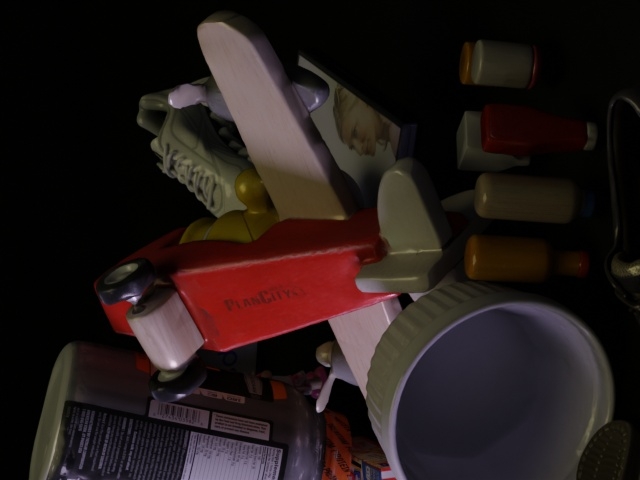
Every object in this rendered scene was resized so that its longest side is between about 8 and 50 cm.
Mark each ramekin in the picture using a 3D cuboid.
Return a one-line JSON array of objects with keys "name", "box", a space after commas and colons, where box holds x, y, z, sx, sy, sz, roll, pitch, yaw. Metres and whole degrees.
[{"name": "ramekin", "box": [0.136, 0.132, 1.298, 0.109, 0.207, 0.207, -142, 51, -66]}]

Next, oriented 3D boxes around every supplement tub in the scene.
[{"name": "supplement tub", "box": [-0.138, 0.228, 1.613, 0.193, 0.316, 0.193, -166, 90, -75]}]

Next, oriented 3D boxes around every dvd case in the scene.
[{"name": "dvd case", "box": [0.026, -0.090, 1.668, 0.253, 0.022, 0.180, 43, 132, 53]}]

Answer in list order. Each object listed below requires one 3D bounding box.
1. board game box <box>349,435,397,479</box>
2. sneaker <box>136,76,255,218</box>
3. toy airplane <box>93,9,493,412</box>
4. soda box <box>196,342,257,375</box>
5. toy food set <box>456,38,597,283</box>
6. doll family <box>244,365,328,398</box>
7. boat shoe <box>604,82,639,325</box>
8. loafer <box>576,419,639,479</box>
[{"name": "board game box", "box": [0.059, 0.295, 1.612, 0.193, 0.045, 0.146, -173, 79, -74]}, {"name": "sneaker", "box": [-0.143, -0.092, 1.905, 0.292, 0.118, 0.110, 58, 141, 40]}, {"name": "toy airplane", "box": [0.000, 0.000, 1.484, 0.272, 0.384, 0.386, -64, -1, -57]}, {"name": "soda box", "box": [-0.147, 0.196, 1.986, 0.091, 0.098, 0.286, 35, 124, 57]}, {"name": "toy food set", "box": [0.182, -0.082, 1.315, 0.111, 0.105, 0.232, 105, 168, -60]}, {"name": "doll family", "box": [-0.097, 0.235, 1.815, 0.263, 0.163, 0.118, -37, 63, 60]}, {"name": "boat shoe", "box": [0.261, 0.018, 1.140, 0.103, 0.092, 0.285, 1, 96, 63]}, {"name": "loafer", "box": [0.244, 0.223, 1.265, 0.056, 0.050, 0.148, 17, 94, 58]}]
